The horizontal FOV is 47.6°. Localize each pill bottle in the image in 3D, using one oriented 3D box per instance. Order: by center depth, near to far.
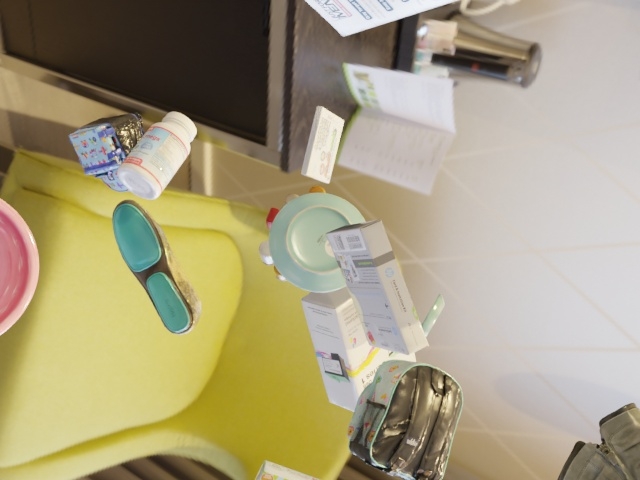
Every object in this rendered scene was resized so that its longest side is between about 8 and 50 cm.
[{"bbox_3d":[-0.296,-0.160,1.338,0.160,0.087,0.087,-62,153,-31],"label":"pill bottle"}]

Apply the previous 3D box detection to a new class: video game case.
[{"bbox_3d":[0.007,-0.217,1.675,0.143,0.019,0.157,9,95,-68],"label":"video game case"}]

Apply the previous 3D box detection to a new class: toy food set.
[{"bbox_3d":[-0.067,-0.011,1.639,0.104,0.111,0.232,87,21,-66],"label":"toy food set"}]

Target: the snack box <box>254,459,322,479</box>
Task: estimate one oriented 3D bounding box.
[{"bbox_3d":[-0.063,0.498,1.415,0.037,0.141,0.100,-95,-152,-71],"label":"snack box"}]

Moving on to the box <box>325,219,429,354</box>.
[{"bbox_3d":[0.077,0.066,1.037,0.038,0.145,0.186,-22,94,-18],"label":"box"}]

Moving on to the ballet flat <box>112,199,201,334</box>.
[{"bbox_3d":[-0.390,0.062,1.753,0.123,0.123,0.348,-29,92,-50],"label":"ballet flat"}]

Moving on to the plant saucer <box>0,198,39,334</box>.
[{"bbox_3d":[-0.735,0.053,1.430,0.332,0.084,0.332,-2,93,-32],"label":"plant saucer"}]

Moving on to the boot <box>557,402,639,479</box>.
[{"bbox_3d":[0.322,0.313,0.787,0.246,0.161,0.083,-55,143,3],"label":"boot"}]

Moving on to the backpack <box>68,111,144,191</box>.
[{"bbox_3d":[-0.448,-0.180,1.594,0.117,0.158,0.173,-39,120,-44],"label":"backpack"}]

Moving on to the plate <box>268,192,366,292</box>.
[{"bbox_3d":[0.000,0.000,1.320,0.188,0.188,0.024,-60,177,-15],"label":"plate"}]

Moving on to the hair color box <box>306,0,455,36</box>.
[{"bbox_3d":[0.140,-0.455,1.163,0.174,0.347,0.105,27,61,-52],"label":"hair color box"}]

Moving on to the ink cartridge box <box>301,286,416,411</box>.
[{"bbox_3d":[0.093,0.212,1.617,0.201,0.117,0.278,-32,118,-35],"label":"ink cartridge box"}]

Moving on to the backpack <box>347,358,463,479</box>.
[{"bbox_3d":[0.146,0.297,1.232,0.166,0.144,0.188,27,82,-22],"label":"backpack"}]

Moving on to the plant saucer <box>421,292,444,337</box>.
[{"bbox_3d":[0.224,0.164,1.484,0.119,0.021,0.119,-57,168,-18],"label":"plant saucer"}]
